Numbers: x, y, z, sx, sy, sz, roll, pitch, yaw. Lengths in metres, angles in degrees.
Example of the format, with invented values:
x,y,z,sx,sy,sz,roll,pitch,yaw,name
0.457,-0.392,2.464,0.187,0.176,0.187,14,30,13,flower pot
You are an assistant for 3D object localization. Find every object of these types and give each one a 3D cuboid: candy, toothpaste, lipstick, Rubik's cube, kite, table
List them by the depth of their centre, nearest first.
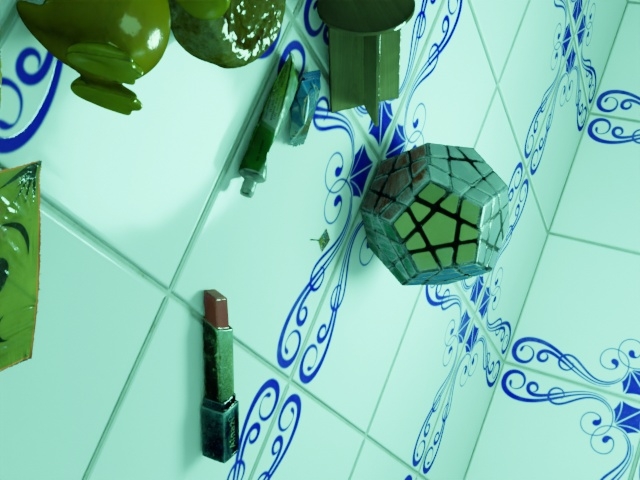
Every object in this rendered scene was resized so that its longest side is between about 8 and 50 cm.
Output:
x,y,z,sx,sy,sz,roll,pitch,yaw,name
-0.396,0.047,1.055,0.327,0.013,0.377,-63,156,-14,kite
-0.081,-0.185,1.559,0.078,0.047,0.247,61,46,-70,toothpaste
-0.166,0.222,1.588,0.051,0.051,0.312,-31,129,-53,lipstick
-0.030,-0.224,1.648,0.088,0.038,0.136,-42,148,-68,candy
0.079,-0.325,1.697,0.167,0.167,0.226,-55,156,-35,table
0.002,-0.006,1.855,0.044,0.002,0.078,-68,153,-14,kite
0.242,-0.051,2.004,0.319,0.319,0.264,22,57,-63,Rubik's cube

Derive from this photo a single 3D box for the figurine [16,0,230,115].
x,y,z,sx,sy,sz,roll,pitch,yaw,name
-0.226,-0.281,1.088,0.228,0.215,0.215,-51,147,-19,figurine

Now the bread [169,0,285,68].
x,y,z,sx,sy,sz,roll,pitch,yaw,name
-0.133,-0.344,1.288,0.230,0.123,0.230,-43,140,-51,bread

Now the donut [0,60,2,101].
x,y,z,sx,sy,sz,roll,pitch,yaw,name
-0.406,-0.147,0.867,0.277,0.109,0.277,-40,138,-49,donut
